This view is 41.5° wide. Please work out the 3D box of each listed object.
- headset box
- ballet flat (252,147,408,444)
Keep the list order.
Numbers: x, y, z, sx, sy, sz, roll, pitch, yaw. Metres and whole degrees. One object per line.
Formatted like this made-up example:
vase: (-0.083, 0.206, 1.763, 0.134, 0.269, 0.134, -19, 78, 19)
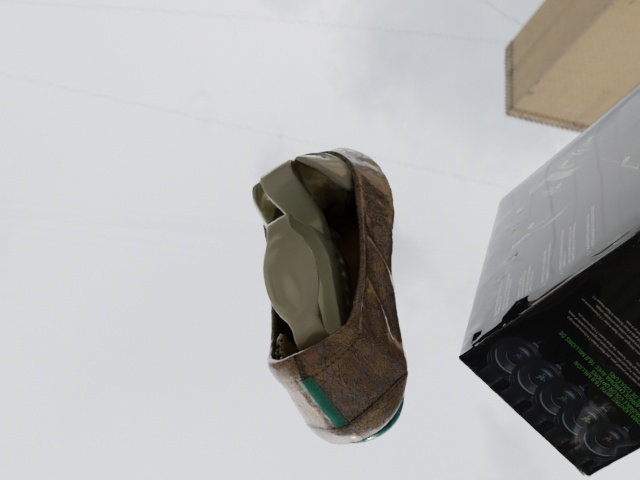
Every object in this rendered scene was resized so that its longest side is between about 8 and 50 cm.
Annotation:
headset box: (0.241, -0.005, 0.592, 0.131, 0.283, 0.246, 43, -148, -7)
ballet flat: (0.000, 0.000, 0.626, 0.106, 0.107, 0.316, 45, -160, -33)
